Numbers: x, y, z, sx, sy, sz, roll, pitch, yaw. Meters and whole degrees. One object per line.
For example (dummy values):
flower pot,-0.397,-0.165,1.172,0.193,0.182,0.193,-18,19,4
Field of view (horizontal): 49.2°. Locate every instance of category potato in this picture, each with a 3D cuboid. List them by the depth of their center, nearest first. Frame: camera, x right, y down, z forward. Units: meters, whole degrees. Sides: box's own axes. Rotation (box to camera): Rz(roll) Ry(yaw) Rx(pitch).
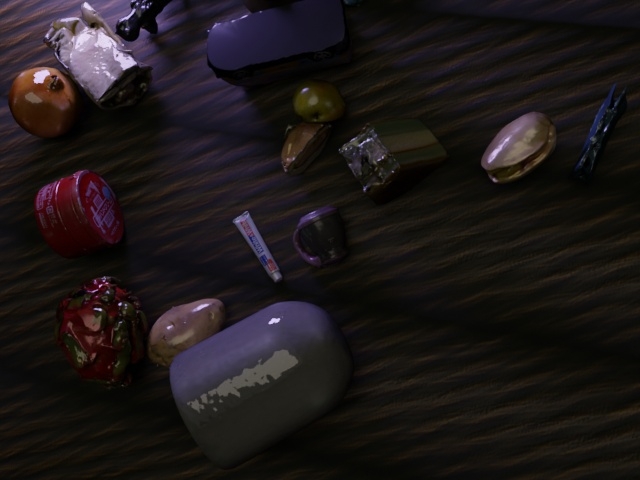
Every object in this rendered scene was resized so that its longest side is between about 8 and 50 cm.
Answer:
potato,-0.358,0.244,1.843,0.235,0.128,0.161,-19,58,13

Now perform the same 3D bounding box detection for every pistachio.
pistachio,0.488,-0.226,1.715,0.200,0.117,0.145,-44,36,12

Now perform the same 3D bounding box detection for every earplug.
earplug,-0.119,0.320,1.691,0.394,0.312,0.312,-31,76,5

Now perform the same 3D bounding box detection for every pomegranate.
pomegranate,-0.793,-0.400,2.015,0.209,0.209,0.209,-2,82,14

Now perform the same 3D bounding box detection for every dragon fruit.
dragon fruit,-0.572,0.246,1.851,0.237,0.231,0.302,-16,80,-7

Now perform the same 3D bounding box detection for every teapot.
teapot,0.001,-0.001,1.804,0.148,0.116,0.146,-25,87,6

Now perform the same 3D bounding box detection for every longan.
longan,-0.124,-0.673,1.884,0.185,0.204,0.159,0,111,4

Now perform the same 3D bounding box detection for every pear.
pear,-0.005,-0.372,1.833,0.141,0.141,0.104,2,122,14

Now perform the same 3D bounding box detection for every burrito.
burrito,-0.643,-0.527,2.027,0.190,0.135,0.332,-42,72,-4

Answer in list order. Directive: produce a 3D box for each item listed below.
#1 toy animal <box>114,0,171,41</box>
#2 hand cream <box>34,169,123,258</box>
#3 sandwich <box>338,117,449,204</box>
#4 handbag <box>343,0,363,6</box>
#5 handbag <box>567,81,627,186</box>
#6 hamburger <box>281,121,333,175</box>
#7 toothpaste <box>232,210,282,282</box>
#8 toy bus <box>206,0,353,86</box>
toy animal,-0.467,-0.723,1.997,0.106,0.168,0.343,25,101,14
hand cream,-0.662,-0.070,1.922,0.149,0.230,0.230,-18,78,9
sandwich,0.185,-0.216,1.740,0.227,0.198,0.155,-35,75,8
handbag,0.066,-0.816,1.906,0.269,0.100,0.274,41,94,17
handbag,0.659,-0.249,1.654,0.057,0.144,0.221,26,89,18
hamburger,-0.049,-0.263,1.872,0.176,0.087,0.102,-51,57,14
toothpaste,-0.166,0.019,1.886,0.052,0.033,0.218,-34,71,3
toy bus,-0.104,-0.516,1.873,0.386,0.162,0.171,-10,78,12
